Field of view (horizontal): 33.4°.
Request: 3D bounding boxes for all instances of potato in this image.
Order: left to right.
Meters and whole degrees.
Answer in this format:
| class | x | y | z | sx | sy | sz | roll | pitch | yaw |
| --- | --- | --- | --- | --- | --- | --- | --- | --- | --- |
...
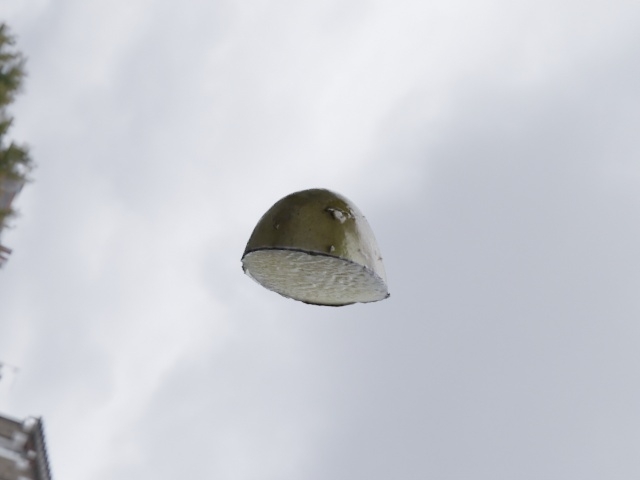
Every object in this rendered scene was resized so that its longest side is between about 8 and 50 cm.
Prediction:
| class | x | y | z | sx | sy | sz | roll | pitch | yaw |
| --- | --- | --- | --- | --- | --- | --- | --- | --- | --- |
| potato | 0.000 | 0.000 | 1.299 | 0.182 | 0.202 | 0.117 | 3 | -110 | 17 |
